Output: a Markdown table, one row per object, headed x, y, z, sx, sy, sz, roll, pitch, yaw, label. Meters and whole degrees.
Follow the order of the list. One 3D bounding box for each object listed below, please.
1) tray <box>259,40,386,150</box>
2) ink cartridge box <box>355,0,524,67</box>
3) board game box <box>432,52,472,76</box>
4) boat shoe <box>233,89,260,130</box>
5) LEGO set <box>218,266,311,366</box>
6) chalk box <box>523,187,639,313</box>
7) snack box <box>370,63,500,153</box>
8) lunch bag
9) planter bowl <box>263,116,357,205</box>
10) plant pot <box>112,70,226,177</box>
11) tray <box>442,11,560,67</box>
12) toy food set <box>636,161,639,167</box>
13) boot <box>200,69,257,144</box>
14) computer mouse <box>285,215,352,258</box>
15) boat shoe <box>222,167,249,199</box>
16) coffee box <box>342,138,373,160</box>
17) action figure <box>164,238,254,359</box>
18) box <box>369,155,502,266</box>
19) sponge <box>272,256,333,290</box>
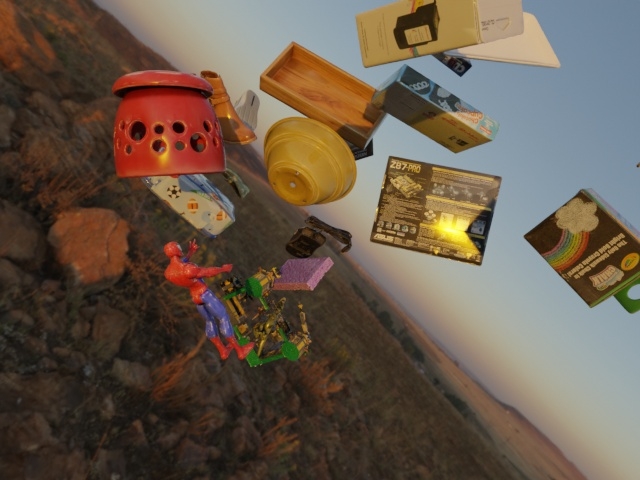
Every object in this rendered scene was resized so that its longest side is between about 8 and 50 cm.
| x | y | z | sx | sy | sz | roll | pitch | yaw | label |
| --- | --- | --- | --- | --- | --- | --- | --- | --- | --- |
| 0.023 | -0.491 | 1.539 | 0.411 | 0.202 | 0.076 | 31 | -25 | 5 | tray |
| 0.156 | -0.287 | 0.602 | 0.175 | 0.127 | 0.072 | 8 | -62 | 45 | ink cartridge box |
| 0.317 | -0.562 | 1.236 | 0.165 | 0.042 | 0.243 | 25 | 44 | -24 | board game box |
| -0.311 | -0.488 | 1.813 | 0.109 | 0.094 | 0.302 | 41 | 36 | -27 | boat shoe |
| -0.155 | 0.224 | 1.434 | 0.331 | 0.255 | 0.192 | 54 | 32 | -1 | LEGO set |
| 0.677 | 0.035 | 1.099 | 0.179 | 0.180 | 0.289 | -11 | 58 | -53 | chalk box |
| 0.320 | -0.362 | 1.295 | 0.322 | 0.060 | 0.187 | 27 | -7 | -14 | snack box |
| -0.376 | -0.143 | 1.328 | 0.303 | 0.115 | 0.243 | 47 | 3 | -24 | lunch bag |
| -0.041 | -0.138 | 0.945 | 0.217 | 0.090 | 0.217 | 17 | -41 | 15 | planter bowl |
| -0.269 | -0.201 | 0.817 | 0.191 | 0.191 | 0.173 | -121 | -151 | -82 | plant pot |
| 0.313 | -0.378 | 0.849 | 0.030 | 0.271 | 0.145 | 124 | -42 | -57 | tray |
| 1.034 | -0.267 | 1.431 | 0.020 | 0.082 | 0.083 | 40 | -27 | 15 | toy food set |
| -0.237 | -0.330 | 1.135 | 0.197 | 0.073 | 0.152 | 29 | -45 | 31 | boot |
| 0.000 | 0.000 | 1.517 | 0.184 | 0.060 | 0.262 | 25 | -32 | -11 | computer mouse |
| -0.322 | -0.213 | 1.686 | 0.056 | 0.048 | 0.153 | 20 | -21 | 36 | boat shoe |
| 0.127 | -0.441 | 1.801 | 0.246 | 0.141 | 0.098 | 80 | -11 | -46 | coffee box |
| -0.221 | 0.100 | 0.948 | 0.280 | 0.092 | 0.139 | 62 | 36 | -26 | action figure |
| 0.398 | -0.105 | 1.607 | 0.395 | 0.317 | 0.097 | 12 | 4 | 8 | box |
| -0.065 | 0.103 | 1.411 | 0.210 | 0.117 | 0.031 | -7 | -53 | 50 | sponge |
